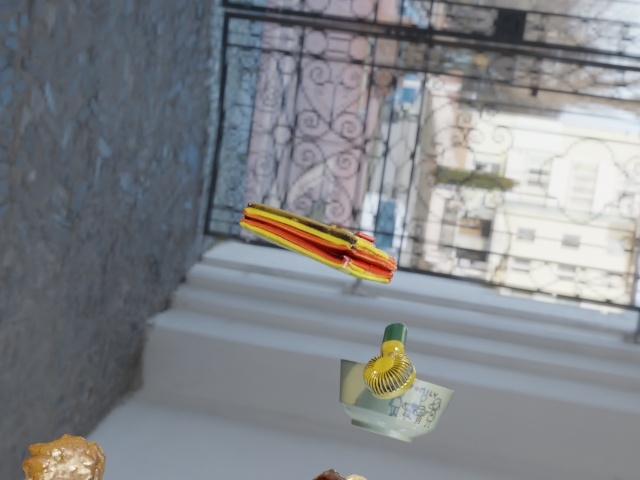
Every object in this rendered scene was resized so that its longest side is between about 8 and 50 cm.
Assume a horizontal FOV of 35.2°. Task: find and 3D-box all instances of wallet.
[{"bbox_3d":[0.000,0.000,1.588,0.141,0.241,0.067,23,89,-49],"label":"wallet"}]

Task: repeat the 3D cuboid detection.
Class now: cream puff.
[{"bbox_3d":[-0.331,0.314,1.316,0.116,0.122,0.094,-40,157,-30],"label":"cream puff"}]

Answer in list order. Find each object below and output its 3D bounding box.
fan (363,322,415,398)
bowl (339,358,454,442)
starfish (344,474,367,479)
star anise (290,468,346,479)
[{"bbox_3d":[0.113,0.188,1.634,0.039,0.082,0.155,62,25,-30],"label":"fan"},{"bbox_3d":[0.124,0.290,1.786,0.211,0.211,0.112,58,47,-76],"label":"bowl"},{"bbox_3d":[-0.077,0.492,1.133,0.324,0.082,0.432,-36,-148,49],"label":"starfish"},{"bbox_3d":[0.004,0.291,0.999,0.177,0.234,0.073,-41,-145,29],"label":"star anise"}]
